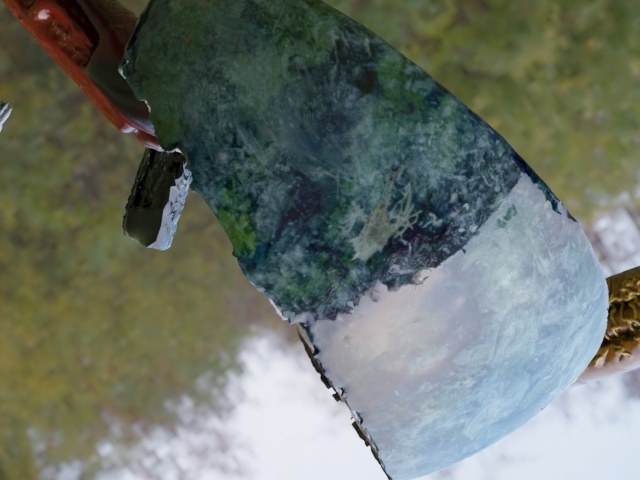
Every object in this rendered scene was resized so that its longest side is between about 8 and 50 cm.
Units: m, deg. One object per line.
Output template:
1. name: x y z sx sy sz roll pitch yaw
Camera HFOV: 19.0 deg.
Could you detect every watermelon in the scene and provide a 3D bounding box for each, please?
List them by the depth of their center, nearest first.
1. watermelon: 0.000 0.000 1.033 0.148 0.318 0.226 -51 -168 -16

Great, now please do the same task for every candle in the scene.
1. candle: -0.175 -0.160 1.287 0.059 0.301 0.084 -22 148 -43

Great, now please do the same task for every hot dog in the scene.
1. hot dog: 0.211 0.061 1.381 0.165 0.071 0.045 -23 169 37

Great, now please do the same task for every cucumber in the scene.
1. cucumber: -0.090 -0.116 1.412 0.044 0.043 0.256 -2 113 -62

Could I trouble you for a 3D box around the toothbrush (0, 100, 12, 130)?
1. toothbrush: -0.299 -0.053 1.226 0.286 0.020 0.025 -11 -147 37
